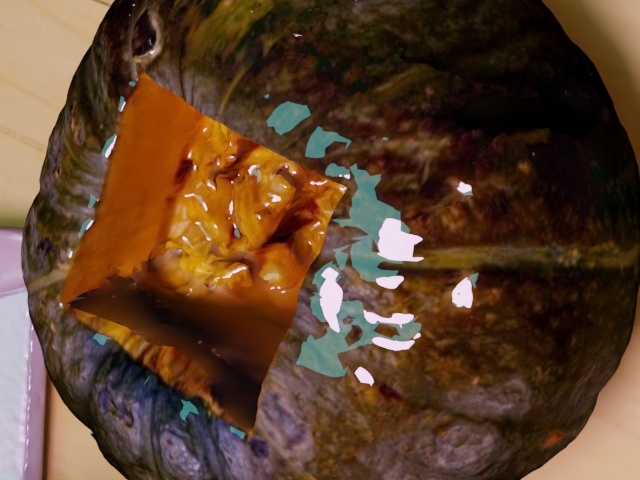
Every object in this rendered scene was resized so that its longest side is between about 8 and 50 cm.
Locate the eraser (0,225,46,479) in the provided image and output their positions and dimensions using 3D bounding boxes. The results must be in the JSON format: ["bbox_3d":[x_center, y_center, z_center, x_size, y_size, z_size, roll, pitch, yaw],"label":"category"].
[{"bbox_3d":[-0.264,0.078,1.193,0.243,0.059,0.204,10,100,34],"label":"eraser"}]

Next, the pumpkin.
[{"bbox_3d":[0.000,0.000,0.889,0.320,0.192,0.321,4,97,37],"label":"pumpkin"}]
